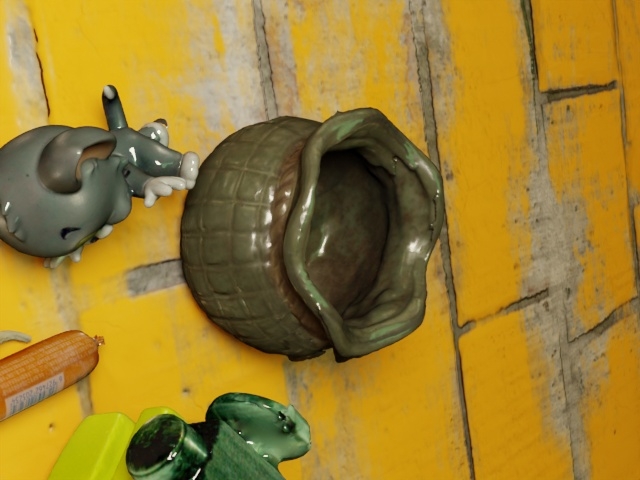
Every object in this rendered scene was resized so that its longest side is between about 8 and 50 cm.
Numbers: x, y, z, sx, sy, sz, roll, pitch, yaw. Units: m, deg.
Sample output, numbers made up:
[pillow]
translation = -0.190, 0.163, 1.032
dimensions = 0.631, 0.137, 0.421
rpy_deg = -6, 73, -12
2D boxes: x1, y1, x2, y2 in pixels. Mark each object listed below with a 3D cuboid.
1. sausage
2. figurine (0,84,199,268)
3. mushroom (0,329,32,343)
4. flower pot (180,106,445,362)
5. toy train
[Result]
[sausage]
translation = -0.330, 0.155, 0.861
dimensions = 0.348, 0.053, 0.053
rpy_deg = -25, 109, -45
[figurine]
translation = -0.207, -0.069, 0.919
dimensions = 0.140, 0.193, 0.265
rpy_deg = 61, 37, -26
[mushroom]
translation = -0.379, 0.093, 0.824
dimensions = 0.306, 0.043, 0.068
rpy_deg = 19, 96, -48
[flower pot]
translation = 0.000, 0.000, 1.113
dimensions = 0.302, 0.213, 0.301
rpy_deg = 1, 89, -47
[toy train]
translation = -0.082, 0.316, 0.977
dimensions = 0.442, 0.272, 0.179
rpy_deg = 52, 41, -34
